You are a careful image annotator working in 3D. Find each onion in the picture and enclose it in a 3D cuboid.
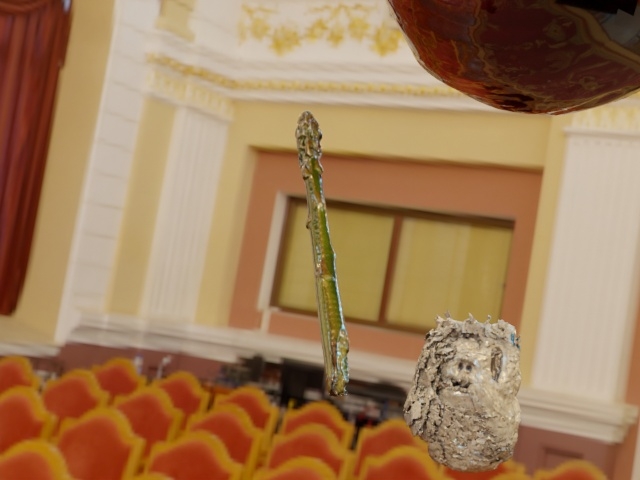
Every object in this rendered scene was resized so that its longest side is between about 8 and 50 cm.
[{"bbox_3d":[0.166,-0.186,0.553,0.285,0.273,0.273,24,6,39],"label":"onion"}]

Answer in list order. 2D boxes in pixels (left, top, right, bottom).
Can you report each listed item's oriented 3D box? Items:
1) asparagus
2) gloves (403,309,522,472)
[{"bbox_3d":[0.000,0.000,0.477,0.013,0.166,0.016,6,-43,-14],"label":"asparagus"},{"bbox_3d":[0.138,0.147,1.052,0.114,0.153,0.070,5,-20,11],"label":"gloves"}]
